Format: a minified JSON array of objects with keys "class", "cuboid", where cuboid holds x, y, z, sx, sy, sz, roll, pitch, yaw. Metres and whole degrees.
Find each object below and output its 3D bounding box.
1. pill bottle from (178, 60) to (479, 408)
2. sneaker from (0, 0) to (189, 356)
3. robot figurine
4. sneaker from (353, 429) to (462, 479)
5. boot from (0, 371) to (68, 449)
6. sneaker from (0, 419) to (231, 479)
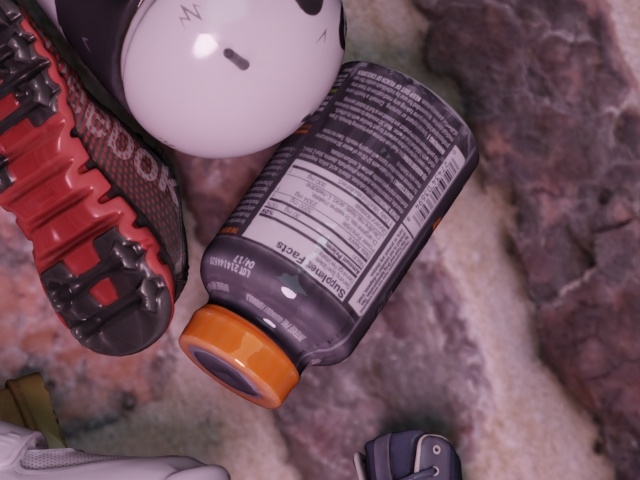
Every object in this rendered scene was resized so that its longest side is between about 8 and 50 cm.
[{"class":"pill bottle","cuboid":[0.000,0.000,1.168,0.130,0.130,0.246,36,72,-1]},{"class":"sneaker","cuboid":[-0.176,-0.056,1.144,0.097,0.135,0.276,-27,96,22]},{"class":"robot figurine","cuboid":[-0.100,-0.182,1.142,0.209,0.174,0.278,-18,49,-30]},{"class":"sneaker","cuboid":[0.033,0.213,1.105,0.226,0.086,0.163,10,70,-53]},{"class":"boot","cuboid":[-0.281,0.230,1.081,0.269,0.089,0.236,-20,68,-16]},{"class":"sneaker","cuboid":[-0.242,0.125,1.009,0.365,0.137,0.210,-8,67,-7]}]
